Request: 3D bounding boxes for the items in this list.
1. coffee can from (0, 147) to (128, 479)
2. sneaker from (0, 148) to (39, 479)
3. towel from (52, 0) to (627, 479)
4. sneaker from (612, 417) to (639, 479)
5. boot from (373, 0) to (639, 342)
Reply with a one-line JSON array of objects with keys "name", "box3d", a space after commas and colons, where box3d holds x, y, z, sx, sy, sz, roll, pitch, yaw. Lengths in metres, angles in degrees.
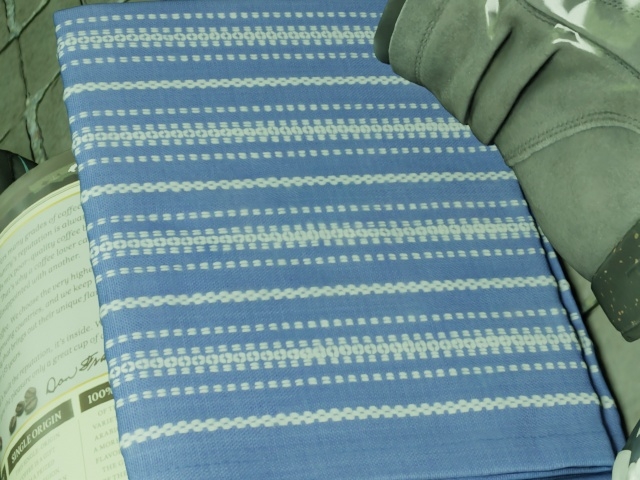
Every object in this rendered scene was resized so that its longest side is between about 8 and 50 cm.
[{"name": "coffee can", "box3d": [-0.075, 0.108, 0.921, 0.201, 0.201, 0.275, -40, 47, 31]}, {"name": "sneaker", "box3d": [-0.216, 0.059, 1.199, 0.101, 0.106, 0.267, -13, 83, 40]}, {"name": "towel", "box3d": [0.000, 0.000, 0.881, 0.040, 0.243, 0.336, 106, 156, -49]}, {"name": "sneaker", "box3d": [0.167, 0.151, 0.725, 0.094, 0.153, 0.235, -1, 110, 19]}, {"name": "boot", "box3d": [0.178, -0.134, 0.741, 0.338, 0.118, 0.223, -44, 73, 24]}]
